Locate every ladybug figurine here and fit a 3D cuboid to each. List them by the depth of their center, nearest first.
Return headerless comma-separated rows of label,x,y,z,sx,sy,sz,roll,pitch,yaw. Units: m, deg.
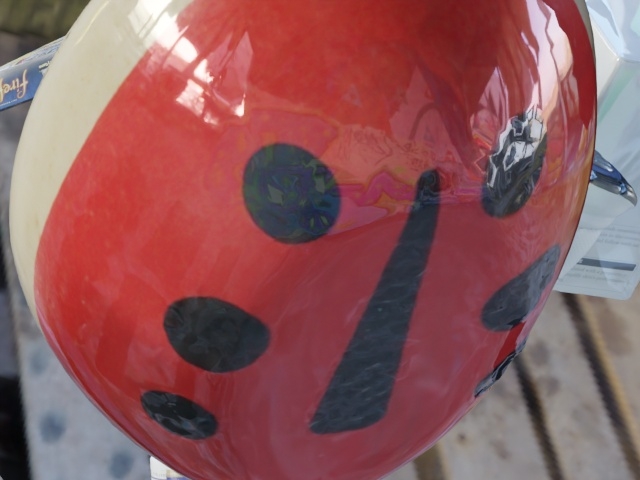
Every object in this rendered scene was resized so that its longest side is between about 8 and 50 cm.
ladybug figurine,0.000,0.000,0.841,0.305,0.449,0.162,-9,56,-13

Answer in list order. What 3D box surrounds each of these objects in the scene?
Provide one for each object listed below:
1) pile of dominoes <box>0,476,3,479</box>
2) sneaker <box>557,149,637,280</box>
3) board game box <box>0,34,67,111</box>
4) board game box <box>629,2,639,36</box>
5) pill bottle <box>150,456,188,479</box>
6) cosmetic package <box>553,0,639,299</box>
pile of dominoes,-0.190,0.124,0.787,0.040,0.251,0.196,-39,78,-7
sneaker,0.074,-0.038,1.124,0.297,0.129,0.111,21,22,-21
board game box,-0.253,-0.208,1.803,0.042,0.165,0.243,68,26,-12
board game box,0.327,-0.207,0.984,0.142,0.275,0.144,-5,42,-31
pill bottle,-0.136,0.335,1.912,0.112,0.112,0.186,-5,92,-31
cosmetic package,0.206,-0.112,1.340,0.138,0.224,0.224,8,37,-25
